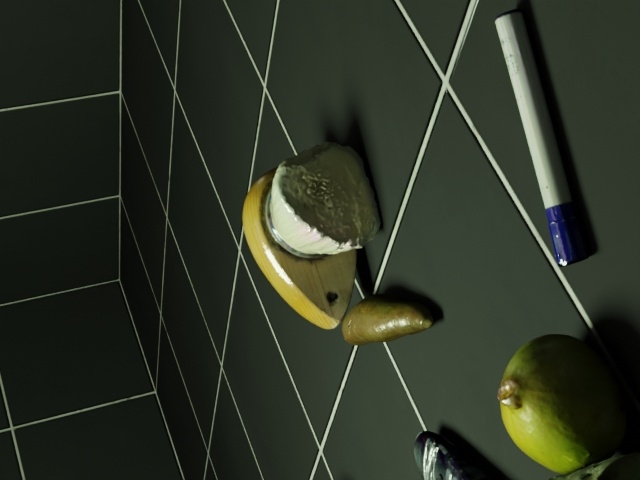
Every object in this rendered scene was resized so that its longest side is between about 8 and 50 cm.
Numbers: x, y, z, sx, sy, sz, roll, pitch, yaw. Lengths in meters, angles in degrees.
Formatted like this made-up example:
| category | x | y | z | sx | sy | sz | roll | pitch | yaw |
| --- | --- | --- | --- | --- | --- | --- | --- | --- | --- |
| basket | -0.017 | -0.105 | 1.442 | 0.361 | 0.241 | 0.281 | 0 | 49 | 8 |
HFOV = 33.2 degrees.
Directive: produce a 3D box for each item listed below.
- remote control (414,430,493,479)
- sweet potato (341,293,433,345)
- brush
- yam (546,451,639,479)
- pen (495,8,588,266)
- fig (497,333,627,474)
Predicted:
| category | x | y | z | sx | sy | sz | roll | pitch | yaw |
| --- | --- | --- | --- | --- | --- | --- | --- | --- | --- |
| remote control | 0.197 | 0.330 | 1.416 | 0.266 | 0.066 | 0.090 | -136 | 52 | -65 |
| sweet potato | 0.092 | 0.109 | 1.544 | 0.243 | 0.077 | 0.077 | 151 | 105 | -66 |
| brush | 0.000 | 0.000 | 1.608 | 0.166 | 0.174 | 0.267 | -20 | 89 | 61 |
| yam | 0.253 | 0.300 | 1.035 | 0.268 | 0.161 | 0.161 | -43 | 61 | 60 |
| pen | 0.225 | -0.106 | 1.098 | 0.033 | 0.033 | 0.269 | 151 | 106 | -70 |
| fig | 0.244 | 0.166 | 1.091 | 0.153 | 0.121 | 0.136 | 59 | 161 | -20 |
